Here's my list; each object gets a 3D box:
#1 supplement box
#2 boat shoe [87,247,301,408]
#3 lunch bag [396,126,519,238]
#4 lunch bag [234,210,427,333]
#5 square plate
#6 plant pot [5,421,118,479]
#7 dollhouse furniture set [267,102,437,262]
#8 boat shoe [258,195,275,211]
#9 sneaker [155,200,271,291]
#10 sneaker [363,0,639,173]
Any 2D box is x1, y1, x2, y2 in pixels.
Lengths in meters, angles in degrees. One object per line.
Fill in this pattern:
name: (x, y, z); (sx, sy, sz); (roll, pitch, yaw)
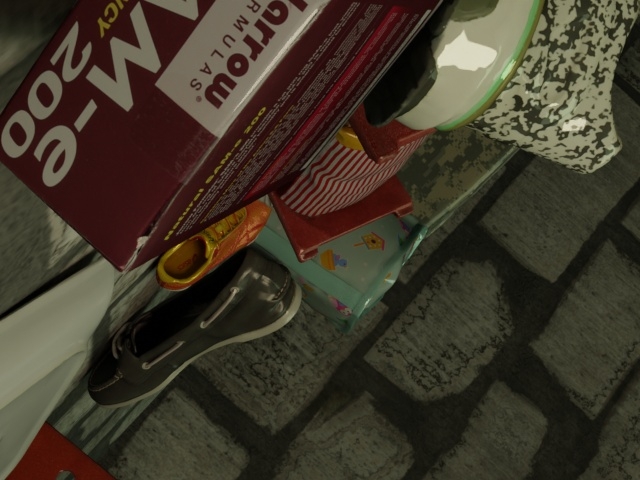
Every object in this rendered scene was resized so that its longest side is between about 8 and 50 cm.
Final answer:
supplement box: (-0.026, -0.080, 0.440); (0.130, 0.073, 0.239); (-50, 177, 17)
boat shoe: (-0.180, 0.103, 1.261); (0.335, 0.095, 0.112); (-28, -145, 23)
lunch bag: (0.160, -0.162, 1.757); (0.305, 0.212, 0.256); (-45, -166, -1)
lunch bag: (0.000, 0.000, 1.342); (0.160, 0.223, 0.262); (-56, 174, 22)
square plate: (-0.320, 0.194, 0.813); (0.344, 0.049, 0.347); (-51, 175, 36)
plant pot: (-0.320, 0.351, 1.141); (0.267, 0.267, 0.236); (-47, 166, -32)
dollhouse furniture set: (0.126, -0.151, 0.811); (0.374, 0.152, 0.201); (-25, 168, -22)
boat shoe: (-0.027, -0.100, 1.061); (0.083, 0.076, 0.226); (-47, 177, -25)
sneaker: (-0.113, -0.006, 1.150); (0.175, 0.064, 0.067); (-47, -179, -14)
sneaker: (0.172, -0.218, 0.659); (0.158, 0.182, 0.410); (-9, -125, 66)
